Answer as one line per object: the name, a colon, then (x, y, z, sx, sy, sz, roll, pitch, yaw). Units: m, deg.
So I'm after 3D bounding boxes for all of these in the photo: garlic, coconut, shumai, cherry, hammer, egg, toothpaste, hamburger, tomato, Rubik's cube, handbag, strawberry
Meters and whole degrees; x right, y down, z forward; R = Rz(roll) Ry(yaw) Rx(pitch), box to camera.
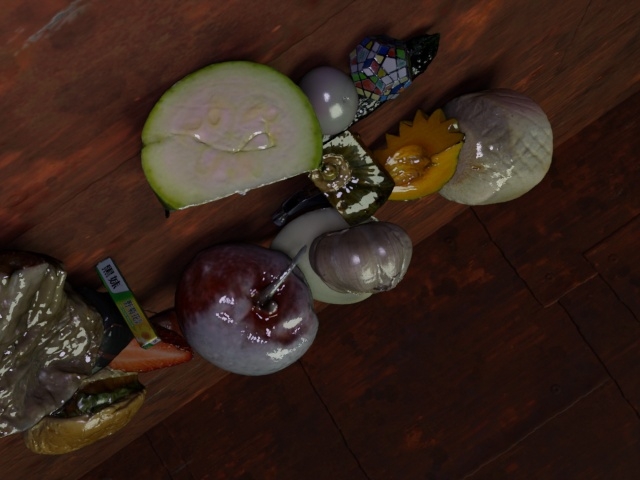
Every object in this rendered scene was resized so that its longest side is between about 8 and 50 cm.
garlic: (0.090, 0.039, 1.462, 0.228, 0.152, 0.228, -10, -172, 1)
coconut: (0.411, -0.225, 1.697, 0.329, 0.329, 0.329, -32, 166, -9)
shumai: (-0.478, 0.117, 1.010, 0.346, 0.217, 0.283, -36, 140, -45)
cherry: (-0.159, 0.156, 1.558, 0.335, 0.326, 0.291, 79, 34, -70)
hammer: (0.014, -0.103, 1.674, 0.137, 0.037, 0.290, -42, 164, 33)
egg: (0.009, -0.222, 1.105, 0.103, 0.103, 0.135, -33, 169, -6)
egg: (0.023, 0.059, 1.647, 0.286, 0.174, 0.264, 6, 136, -20)
toothpaste: (-0.350, 0.115, 1.254, 0.037, 0.178, 0.043, -33, 166, -6)
hamburger: (-0.597, 0.422, 1.775, 0.330, 0.162, 0.209, -21, 163, -30)
tomato: (-0.412, 0.266, 1.812, 0.228, 0.101, 0.228, -36, 168, -9)
Rubik's cube: (0.100, -0.283, 1.132, 0.111, 0.111, 0.093, -33, -168, -4)
handbag: (-0.457, 0.182, 1.286, 0.215, 0.155, 0.169, -36, 175, 1)
strawberry: (-0.411, 0.220, 1.555, 0.236, 0.107, 0.175, 19, 136, -25)

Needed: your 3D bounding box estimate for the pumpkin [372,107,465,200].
pumpkin: (0.231, -0.195, 1.590, 0.254, 0.130, 0.149, -30, 146, 26)

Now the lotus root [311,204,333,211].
lotus root: (0.000, 0.000, 1.825, 0.138, 0.119, 0.235, -16, 156, -52)

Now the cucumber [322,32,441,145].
cucumber: (0.096, -0.273, 1.218, 0.300, 0.072, 0.072, -36, 167, 2)

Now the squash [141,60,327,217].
squash: (-0.120, -0.098, 1.017, 0.233, 0.210, 0.309, -19, 160, -7)

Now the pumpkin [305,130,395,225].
pumpkin: (0.030, -0.166, 1.401, 0.139, 0.190, 0.280, -36, 123, 8)
